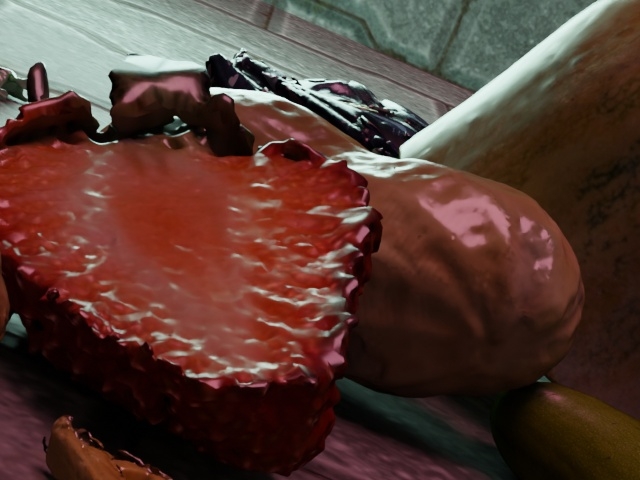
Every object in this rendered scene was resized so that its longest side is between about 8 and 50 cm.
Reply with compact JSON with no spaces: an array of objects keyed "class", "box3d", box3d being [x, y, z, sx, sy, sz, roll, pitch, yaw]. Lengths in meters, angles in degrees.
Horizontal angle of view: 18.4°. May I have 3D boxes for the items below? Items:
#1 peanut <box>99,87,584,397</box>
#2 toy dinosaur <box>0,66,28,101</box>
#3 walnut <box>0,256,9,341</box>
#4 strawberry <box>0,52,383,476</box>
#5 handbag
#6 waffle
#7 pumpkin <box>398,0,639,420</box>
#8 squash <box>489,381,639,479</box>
[{"class":"peanut","box3d":[0.000,0.000,1.030,0.290,0.130,0.130,24,9,32]},{"class":"toy dinosaur","box3d":[-0.228,-0.113,1.369,0.083,0.021,0.062,20,4,-38]},{"class":"walnut","box3d":[-0.192,-0.005,0.508,0.245,0.198,0.198,19,7,29]},{"class":"strawberry","box3d":[-0.067,0.021,0.881,0.188,0.106,0.286,-3,33,-14]},{"class":"handbag","box3d":[0.017,-0.043,1.313,0.162,0.113,0.260,23,10,-37]},{"class":"waffle","box3d":[-0.034,0.112,0.703,0.097,0.023,0.153,18,12,-34]},{"class":"pumpkin","box3d":[0.229,-0.013,1.163,0.332,0.199,0.332,34,21,-15]},{"class":"squash","box3d":[0.135,0.113,0.950,0.066,0.066,0.201,19,8,-24]}]
